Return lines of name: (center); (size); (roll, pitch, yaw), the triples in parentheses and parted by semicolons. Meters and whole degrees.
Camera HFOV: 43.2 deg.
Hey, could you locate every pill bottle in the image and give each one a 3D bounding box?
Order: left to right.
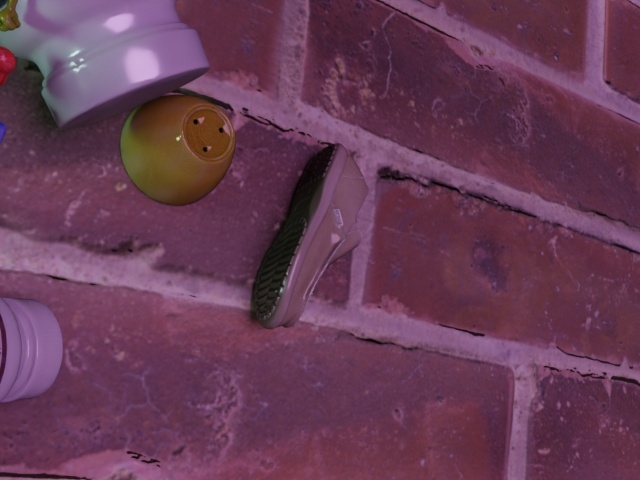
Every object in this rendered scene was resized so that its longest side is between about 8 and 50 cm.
pill bottle: (-0.348, 0.099, 0.717); (0.221, 0.121, 0.121); (9, 77, -60)
pill bottle: (-0.266, -0.312, 0.821); (0.210, 0.210, 0.363); (-29, 101, -35)

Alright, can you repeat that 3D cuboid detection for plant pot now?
plant pot: (-0.152, -0.113, 0.943); (0.134, 0.095, 0.134); (5, 80, -35)

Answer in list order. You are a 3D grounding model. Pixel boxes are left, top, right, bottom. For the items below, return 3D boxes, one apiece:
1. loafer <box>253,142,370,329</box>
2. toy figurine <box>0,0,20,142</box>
loafer: (0.000, 0.000, 1.031); (0.092, 0.102, 0.269); (32, 65, -21)
toy figurine: (-0.288, -0.101, 0.637); (0.191, 0.217, 0.363); (5, 122, -56)
